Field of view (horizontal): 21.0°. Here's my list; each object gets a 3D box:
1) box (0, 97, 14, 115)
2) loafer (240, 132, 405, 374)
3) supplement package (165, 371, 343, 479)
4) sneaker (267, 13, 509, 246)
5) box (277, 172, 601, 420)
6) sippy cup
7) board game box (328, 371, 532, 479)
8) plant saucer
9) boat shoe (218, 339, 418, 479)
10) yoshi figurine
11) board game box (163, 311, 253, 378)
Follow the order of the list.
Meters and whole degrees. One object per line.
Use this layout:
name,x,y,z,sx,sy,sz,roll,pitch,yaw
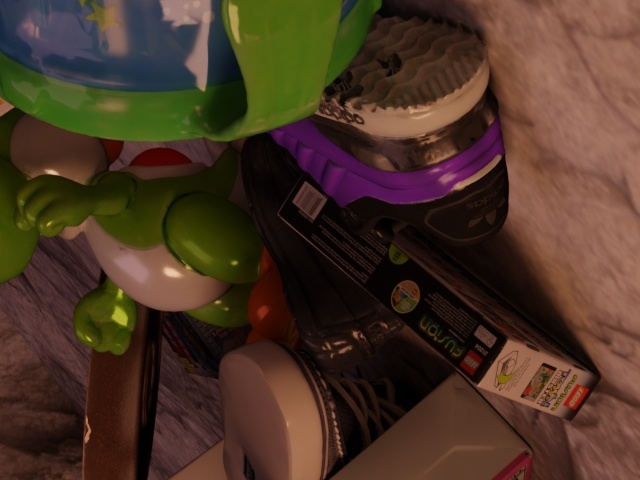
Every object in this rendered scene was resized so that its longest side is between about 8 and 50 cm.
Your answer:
box,-0.217,-0.177,1.292,0.114,0.203,0.103,58,163,-13
loafer,0.000,0.000,1.264,0.076,0.078,0.223,62,-177,-50
supplement package,-0.059,0.285,1.609,0.177,0.293,0.175,51,163,14
sneaker,0.012,-0.069,1.048,0.293,0.102,0.146,32,153,53
box,0.074,0.034,1.102,0.114,0.036,0.207,24,-168,-48
sippy cup,-0.085,-0.207,0.871,0.305,0.240,0.224,23,141,20
board game box,0.056,0.267,1.378,0.097,0.224,0.303,45,162,23
plant saucer,-0.183,0.131,1.630,0.310,0.050,0.311,-176,90,-90
boat shoe,0.012,0.143,1.371,0.127,0.158,0.340,63,166,17
yoshi figurine,-0.182,0.008,1.388,0.362,0.204,0.203,25,-164,7
board game box,-0.145,0.049,1.797,0.194,0.060,0.194,59,164,-9
